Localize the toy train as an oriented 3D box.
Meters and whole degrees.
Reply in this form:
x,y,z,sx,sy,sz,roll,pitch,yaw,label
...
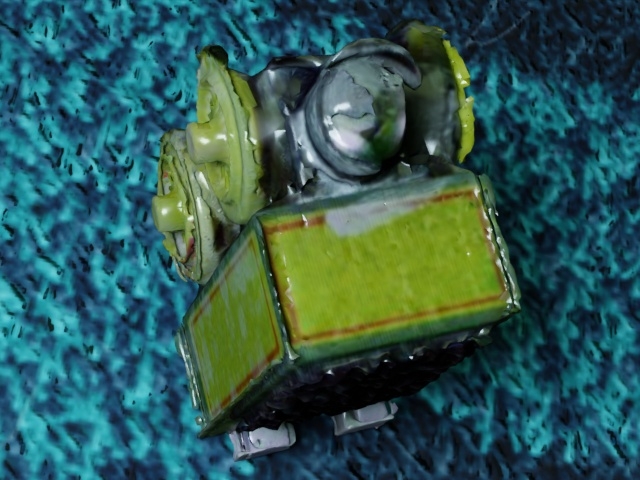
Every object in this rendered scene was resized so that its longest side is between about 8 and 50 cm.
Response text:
x,y,z,sx,sy,sz,roll,pitch,yaw,label
0.000,0.000,0.748,0.134,0.261,0.177,-11,76,-17,toy train
